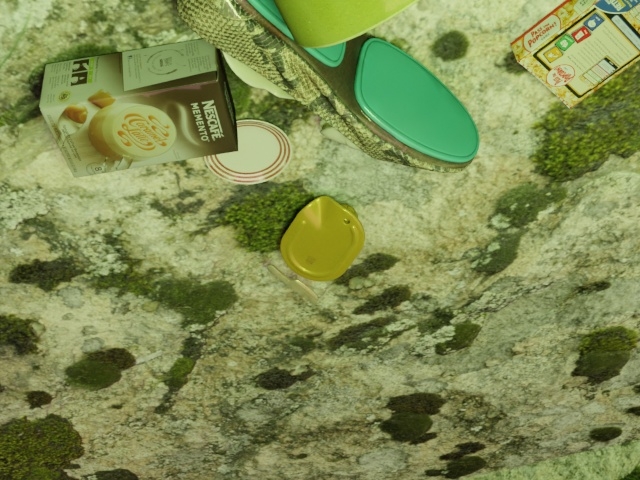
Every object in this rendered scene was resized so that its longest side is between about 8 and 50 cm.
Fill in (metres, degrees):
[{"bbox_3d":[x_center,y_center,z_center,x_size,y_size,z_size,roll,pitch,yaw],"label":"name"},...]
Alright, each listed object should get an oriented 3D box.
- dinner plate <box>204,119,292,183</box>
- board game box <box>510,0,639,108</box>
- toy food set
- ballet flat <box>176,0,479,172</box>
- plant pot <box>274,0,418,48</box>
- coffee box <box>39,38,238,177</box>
[{"bbox_3d":[-0.115,-0.143,1.354,0.141,0.017,0.141,-5,139,-4],"label":"dinner plate"},{"bbox_3d":[0.399,-0.295,1.237,0.193,0.045,0.146,-36,133,29],"label":"board game box"},{"bbox_3d":[0.000,0.000,1.513,0.128,0.071,0.218,32,128,-7],"label":"toy food set"},{"bbox_3d":[0.008,-0.231,1.191,0.482,0.164,0.182,31,149,-30],"label":"ballet flat"},{"bbox_3d":[0.001,-0.407,0.904,0.274,0.275,0.293,-27,120,22],"label":"plant pot"},{"bbox_3d":[-0.252,-0.188,1.213,0.246,0.098,0.141,-10,140,2],"label":"coffee box"}]
